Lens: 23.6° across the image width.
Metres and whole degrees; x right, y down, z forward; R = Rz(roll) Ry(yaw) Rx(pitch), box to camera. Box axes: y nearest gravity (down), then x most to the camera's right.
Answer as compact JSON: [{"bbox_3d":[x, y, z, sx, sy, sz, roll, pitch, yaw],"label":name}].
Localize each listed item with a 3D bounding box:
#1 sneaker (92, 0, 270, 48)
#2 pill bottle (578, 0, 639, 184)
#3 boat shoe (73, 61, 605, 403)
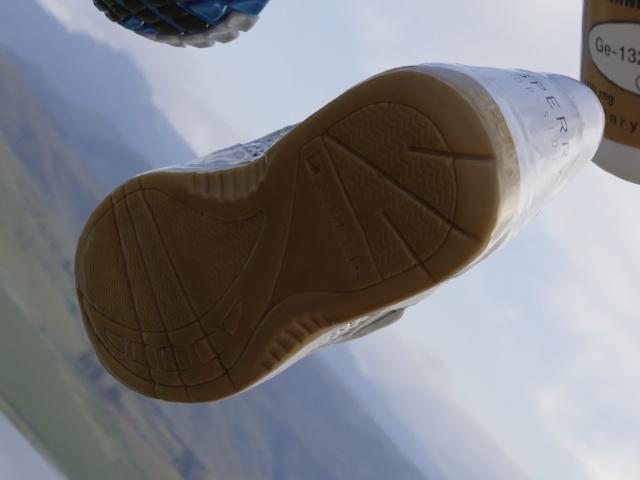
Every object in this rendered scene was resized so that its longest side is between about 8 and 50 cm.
[{"bbox_3d":[-0.035,-0.151,0.713,0.191,0.083,0.071,-16,-38,40],"label":"sneaker"},{"bbox_3d":[0.197,-0.149,0.760,0.131,0.131,0.229,36,-47,54],"label":"pill bottle"},{"bbox_3d":[0.000,0.000,0.617,0.277,0.096,0.098,-19,-92,48],"label":"boat shoe"}]
